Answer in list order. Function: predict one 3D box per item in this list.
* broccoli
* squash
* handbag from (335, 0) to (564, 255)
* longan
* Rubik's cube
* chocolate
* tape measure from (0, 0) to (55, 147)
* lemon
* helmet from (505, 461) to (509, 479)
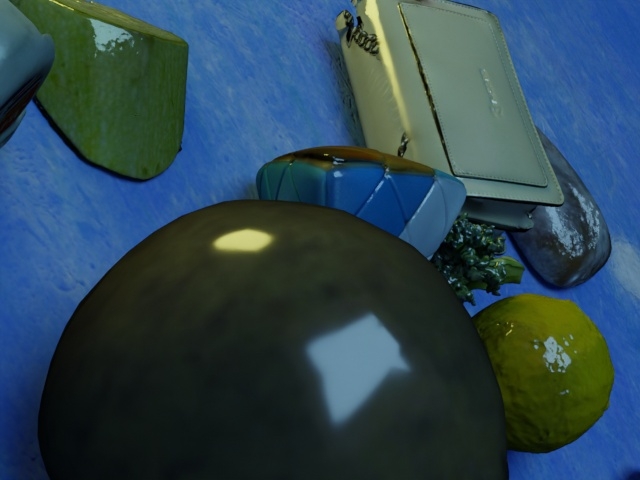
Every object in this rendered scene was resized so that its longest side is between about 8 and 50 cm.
[{"bbox_3d":[0.172,0.033,1.207,0.160,0.167,0.154,2,34,-25],"label":"broccoli"},{"bbox_3d":[-0.253,-0.181,1.095,0.237,0.155,0.204,11,18,-36],"label":"squash"},{"bbox_3d":[0.163,-0.168,1.374,0.237,0.160,0.358,9,55,-33],"label":"handbag"},{"bbox_3d":[-0.037,0.162,0.802,0.404,0.404,0.336,57,4,6],"label":"longan"},{"bbox_3d":[0.000,0.000,1.111,0.254,0.254,0.254,24,47,-29],"label":"Rubik's cube"},{"bbox_3d":[0.351,-0.076,1.534,0.185,0.100,0.303,-16,70,-45],"label":"chocolate"},{"bbox_3d":[-0.332,-0.110,0.809,0.125,0.246,0.243,37,48,-11],"label":"tape measure"},{"bbox_3d":[0.255,0.160,1.185,0.231,0.192,0.192,-11,69,-46],"label":"lemon"},{"bbox_3d":[0.124,0.232,1.060,0.198,0.130,0.224,16,51,-40],"label":"helmet"}]
